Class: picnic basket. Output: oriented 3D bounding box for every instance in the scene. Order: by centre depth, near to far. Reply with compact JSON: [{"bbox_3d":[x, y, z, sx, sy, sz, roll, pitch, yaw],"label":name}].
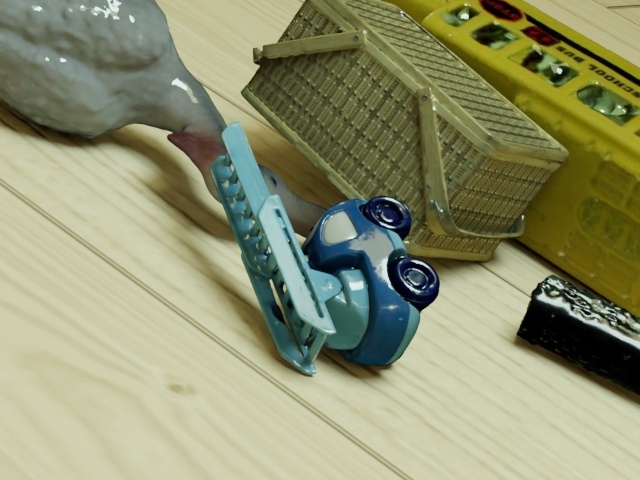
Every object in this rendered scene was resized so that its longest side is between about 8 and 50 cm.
[{"bbox_3d":[0.048,-0.066,0.975,0.164,0.079,0.115,44,20,23],"label":"picnic basket"}]

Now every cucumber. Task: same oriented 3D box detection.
[{"bbox_3d":[0.181,0.069,0.899,0.163,0.043,0.039,25,3,8],"label":"cucumber"}]

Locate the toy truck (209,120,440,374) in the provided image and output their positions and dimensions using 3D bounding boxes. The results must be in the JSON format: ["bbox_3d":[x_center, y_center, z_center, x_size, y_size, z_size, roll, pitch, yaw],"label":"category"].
[{"bbox_3d":[0.000,0.000,0.828,0.074,0.063,0.136,-2,48,-26],"label":"toy truck"}]

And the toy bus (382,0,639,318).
[{"bbox_3d":[0.147,-0.061,1.060,0.335,0.121,0.123,35,36,25],"label":"toy bus"}]

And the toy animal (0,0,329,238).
[{"bbox_3d":[-0.122,-0.102,0.925,0.324,0.090,0.195,40,18,31],"label":"toy animal"}]
